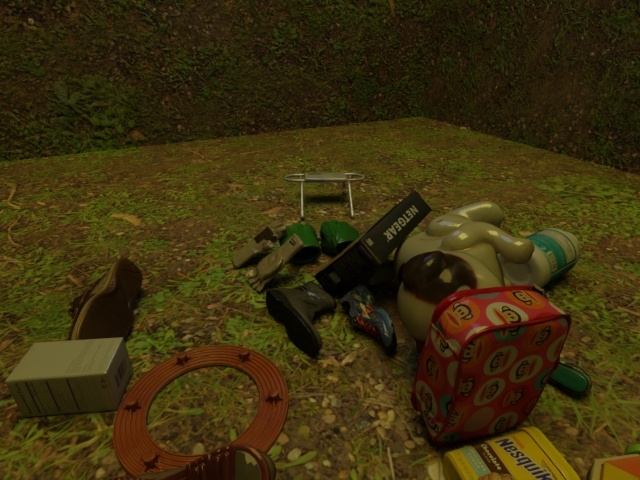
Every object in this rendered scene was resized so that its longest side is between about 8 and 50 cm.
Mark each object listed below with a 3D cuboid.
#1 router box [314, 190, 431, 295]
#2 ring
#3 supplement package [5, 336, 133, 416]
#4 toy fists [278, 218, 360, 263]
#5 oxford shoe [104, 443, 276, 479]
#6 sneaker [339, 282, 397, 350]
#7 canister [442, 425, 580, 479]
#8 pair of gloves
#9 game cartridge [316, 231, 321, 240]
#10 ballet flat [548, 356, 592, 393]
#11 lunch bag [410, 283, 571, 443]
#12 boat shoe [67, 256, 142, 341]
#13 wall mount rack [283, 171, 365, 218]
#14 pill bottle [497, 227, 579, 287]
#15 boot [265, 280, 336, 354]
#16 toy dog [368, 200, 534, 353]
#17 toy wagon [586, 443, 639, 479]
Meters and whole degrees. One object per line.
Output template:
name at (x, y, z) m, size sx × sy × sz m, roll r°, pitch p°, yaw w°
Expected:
router box at (0.151, 0.007, 1.144) m, size 0.081 × 0.243 × 0.309 m, roll 50°, pitch 48°, yaw 1°
ring at (-0.231, 0.320, 0.797) m, size 0.337 × 0.032 × 0.336 m, roll -1°, pitch 27°, yaw 0°
supplement package at (-0.494, 0.272, 0.805) m, size 0.180 × 0.105 × 0.105 m, roll -2°, pitch 29°, yaw -5°
toy fists at (0.000, 0.000, 1.337) m, size 0.280 × 0.096 × 0.142 m, roll -8°, pitch 42°, yaw -17°
oxford shoe at (-0.228, 0.400, 0.586) m, size 0.349 × 0.130 × 0.122 m, roll -16°, pitch 61°, yaw 0°
sneaker at (0.118, 0.198, 0.995) m, size 0.087 × 0.083 × 0.221 m, roll -26°, pitch 33°, yaw -8°
canister at (0.301, 0.380, 0.641) m, size 0.170 × 0.073 × 0.126 m, roll -8°, pitch 29°, yaw -13°
pair of gloves at (-0.163, 0.039, 1.234) m, size 0.204 × 0.042 × 0.240 m, roll -43°, pitch 35°, yaw -7°
game cartridge at (-0.042, -0.010, 1.437) m, size 0.083 × 0.017 × 0.056 m, roll -7°, pitch 32°, yaw -13°
ballet flat at (0.492, 0.268, 0.879) m, size 0.070 × 0.070 × 0.188 m, roll -19°, pitch 35°, yaw -31°
lunch bag at (0.310, 0.220, 0.710) m, size 0.259 × 0.292 × 0.120 m, roll -4°, pitch 30°, yaw -16°
boat shoe at (-0.556, 0.176, 1.007) m, size 0.123 × 0.123 × 0.342 m, roll -29°, pitch 33°, yaw 9°
wall mount rack at (0.020, -0.203, 1.696) m, size 0.351 × 0.130 × 0.304 m, roll -2°, pitch 24°, yaw -3°
pill bottle at (0.658, 0.049, 1.190) m, size 0.264 × 0.146 × 0.146 m, roll -18°, pitch 33°, yaw -31°
boot at (-0.021, 0.177, 1.022) m, size 0.161 × 0.083 × 0.246 m, roll -10°, pitch 31°, yaw -31°
toy dog at (0.289, 0.082, 0.917) m, size 0.396 × 0.284 × 0.408 m, roll 1°, pitch 15°, yaw 16°
toy wagon at (0.553, 0.440, 0.534) m, size 0.345 × 0.068 × 0.267 m, roll 19°, pitch 34°, yaw 32°
